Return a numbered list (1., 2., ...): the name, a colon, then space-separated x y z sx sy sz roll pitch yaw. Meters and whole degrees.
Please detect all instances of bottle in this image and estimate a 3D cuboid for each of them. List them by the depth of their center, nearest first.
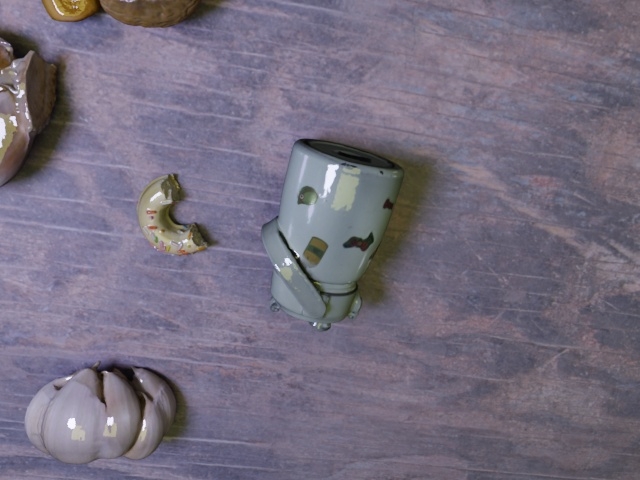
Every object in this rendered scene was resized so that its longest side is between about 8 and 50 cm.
1. bottle: 0.000 0.000 0.974 0.229 0.229 0.352 13 109 -10

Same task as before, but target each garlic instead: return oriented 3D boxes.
1. garlic: -0.613 -0.213 0.870 0.325 0.132 0.279 -4 95 -5
2. garlic: -0.444 0.349 1.050 0.281 0.185 0.203 5 91 -7

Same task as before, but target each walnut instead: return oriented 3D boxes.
1. walnut: -0.268 -0.425 0.835 0.184 0.155 0.155 -7 108 -6

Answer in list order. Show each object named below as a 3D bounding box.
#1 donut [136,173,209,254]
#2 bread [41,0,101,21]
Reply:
1. donut: -0.298 -0.034 1.000 0.108 0.065 0.166 -24 108 3
2. bread: -0.440 -0.477 0.839 0.092 0.074 0.239 -22 111 -15
